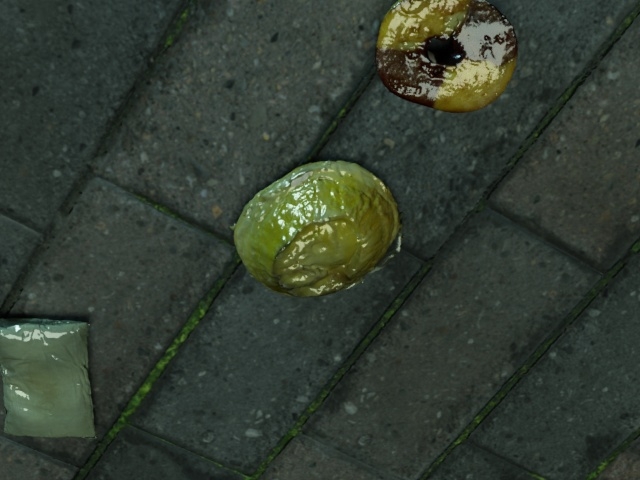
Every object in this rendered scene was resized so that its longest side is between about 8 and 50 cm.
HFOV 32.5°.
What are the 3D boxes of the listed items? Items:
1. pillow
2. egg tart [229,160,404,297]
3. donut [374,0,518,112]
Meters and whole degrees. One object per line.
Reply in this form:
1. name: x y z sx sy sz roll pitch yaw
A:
1. pillow: -0.422 0.214 1.680 0.148 0.050 0.230 3 124 0
2. egg tart: 0.000 0.000 1.555 0.252 0.098 0.232 -6 125 -4
3. donut: 0.160 -0.252 1.420 0.184 0.073 0.166 3 122 -4
